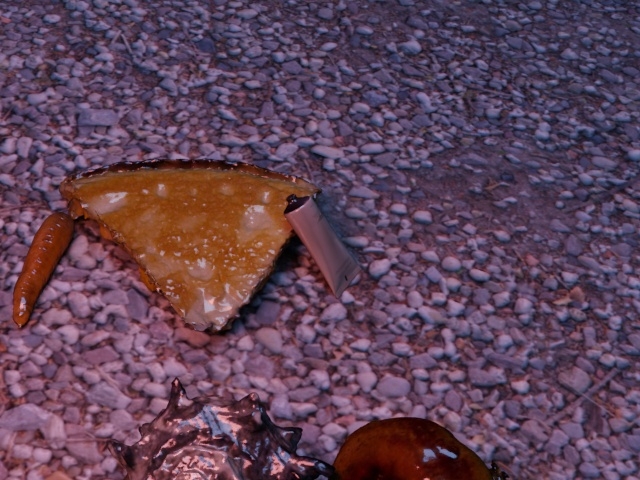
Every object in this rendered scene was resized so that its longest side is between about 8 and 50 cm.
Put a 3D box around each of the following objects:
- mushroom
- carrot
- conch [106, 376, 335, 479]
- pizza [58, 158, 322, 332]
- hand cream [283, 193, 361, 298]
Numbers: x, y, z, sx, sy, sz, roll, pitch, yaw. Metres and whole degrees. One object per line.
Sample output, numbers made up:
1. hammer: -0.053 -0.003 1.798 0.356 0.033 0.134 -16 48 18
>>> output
1. mushroom: 0.143 0.387 1.944 0.254 0.267 0.267 38 39 -22
2. carrot: -0.459 0.045 2.291 0.059 0.059 0.248 12 47 4
3. conch: -0.142 0.328 1.960 0.312 0.186 0.241 3 57 -15
4. pizza: -0.182 -0.034 2.399 0.391 0.080 0.435 -26 55 -31
5. hand cream: 0.000 0.000 2.350 0.054 0.186 0.087 -17 23 43
